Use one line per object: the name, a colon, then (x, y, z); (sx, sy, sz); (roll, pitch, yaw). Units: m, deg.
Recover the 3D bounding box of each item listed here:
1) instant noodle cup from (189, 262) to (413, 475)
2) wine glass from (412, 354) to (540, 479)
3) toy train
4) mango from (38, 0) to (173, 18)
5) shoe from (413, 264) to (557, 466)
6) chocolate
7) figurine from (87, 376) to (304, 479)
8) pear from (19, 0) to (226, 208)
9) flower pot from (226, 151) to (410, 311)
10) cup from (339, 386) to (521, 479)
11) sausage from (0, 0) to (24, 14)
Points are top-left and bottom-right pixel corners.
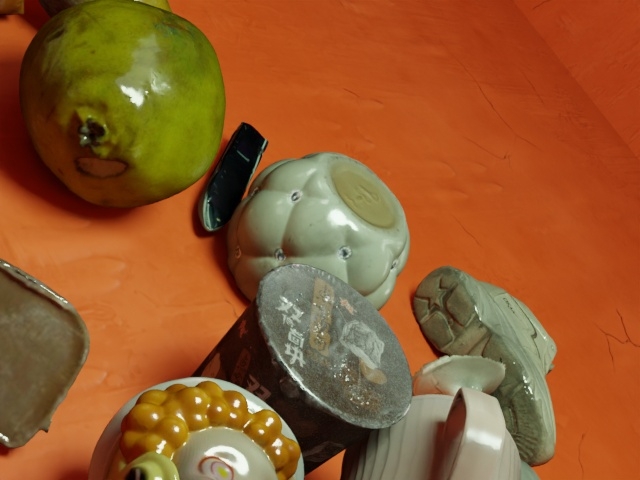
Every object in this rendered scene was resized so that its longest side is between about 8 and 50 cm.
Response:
instant noodle cup: (-0.042, 0.168, 1.342); (0.217, 0.207, 0.217); (31, 34, -24)
wine glass: (0.215, 0.303, 1.571); (0.143, 0.143, 0.321); (21, 39, -36)
toy train: (-0.134, -0.080, 1.703); (0.055, 0.048, 0.252); (42, 35, -15)
mango: (-0.282, -0.323, 1.679); (0.316, 0.193, 0.146); (44, 72, -10)
shoe: (0.294, 0.188, 1.815); (0.210, 0.132, 0.342); (13, 39, -40)
chocolate: (-0.354, 0.078, 1.157); (0.261, 0.161, 0.083); (39, -9, -22)
figurine: (-0.135, 0.290, 1.066); (0.224, 0.205, 0.382); (43, 27, -12)
pear: (-0.241, -0.174, 1.490); (0.269, 0.269, 0.321); (44, 16, -1)
flower pot: (0.000, 0.000, 1.617); (0.246, 0.195, 0.246); (31, 33, -23)
cup: (0.133, 0.303, 1.281); (0.208, 0.288, 0.273); (45, 23, -11)
sausage: (-0.528, -0.386, 1.539); (0.348, 0.094, 0.097); (21, 32, -35)
